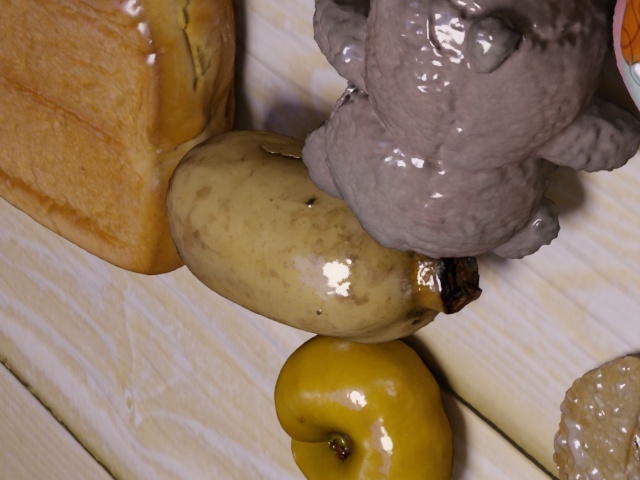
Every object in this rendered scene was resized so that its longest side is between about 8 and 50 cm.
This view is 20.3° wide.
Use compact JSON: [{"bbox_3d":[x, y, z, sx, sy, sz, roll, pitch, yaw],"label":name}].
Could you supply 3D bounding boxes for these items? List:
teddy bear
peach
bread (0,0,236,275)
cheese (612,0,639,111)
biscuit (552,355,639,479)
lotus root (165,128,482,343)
[{"bbox_3d":[0.099,-0.100,1.184,0.236,0.151,0.267,21,145,8],"label":"teddy bear"},{"bbox_3d":[0.035,0.154,1.486,0.179,0.103,0.179,35,139,38],"label":"peach"},{"bbox_3d":[-0.204,-0.157,1.549,0.337,0.148,0.328,27,136,34],"label":"bread"},{"bbox_3d":[0.271,-0.067,1.054,0.286,0.074,0.189,55,150,-12],"label":"cheese"},{"bbox_3d":[0.252,0.183,1.286,0.220,0.033,0.219,30,133,39],"label":"biscuit"},{"bbox_3d":[0.000,0.000,1.373,0.284,0.160,0.146,16,111,35],"label":"lotus root"}]
